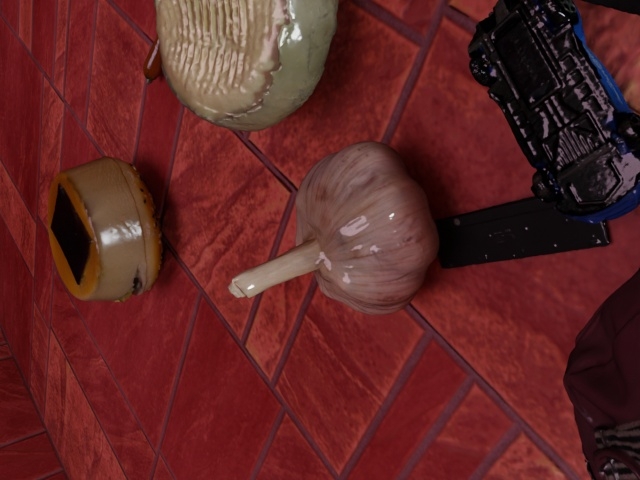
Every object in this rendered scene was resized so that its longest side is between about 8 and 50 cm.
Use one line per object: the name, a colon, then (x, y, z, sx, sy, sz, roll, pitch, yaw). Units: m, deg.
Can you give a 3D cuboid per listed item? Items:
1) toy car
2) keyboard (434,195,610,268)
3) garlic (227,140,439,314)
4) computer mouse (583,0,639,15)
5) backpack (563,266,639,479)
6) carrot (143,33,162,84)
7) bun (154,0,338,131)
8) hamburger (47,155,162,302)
toy car: (0.209, -0.118, 0.518, 0.103, 0.063, 0.216, -39, 71, 48)
keyboard: (0.190, -0.010, 0.609, 0.196, 0.018, 0.060, -13, 97, 51)
garlic: (0.000, 0.000, 0.667, 0.199, 0.226, 0.199, 54, 155, 41)
computer mouse: (0.233, -0.204, 0.423, 0.217, 0.122, 0.073, 35, 137, 37)
backpack: (0.293, 0.104, 0.373, 0.283, 0.197, 0.317, 59, 139, 17)
carrot: (-0.287, -0.341, 1.074, 0.035, 0.035, 0.142, 49, 126, 30)
bun: (-0.082, -0.263, 0.755, 0.260, 0.152, 0.259, 10, 106, 35)
hamburger: (-0.424, -0.021, 1.210, 0.300, 0.176, 0.299, 16, 111, 48)
